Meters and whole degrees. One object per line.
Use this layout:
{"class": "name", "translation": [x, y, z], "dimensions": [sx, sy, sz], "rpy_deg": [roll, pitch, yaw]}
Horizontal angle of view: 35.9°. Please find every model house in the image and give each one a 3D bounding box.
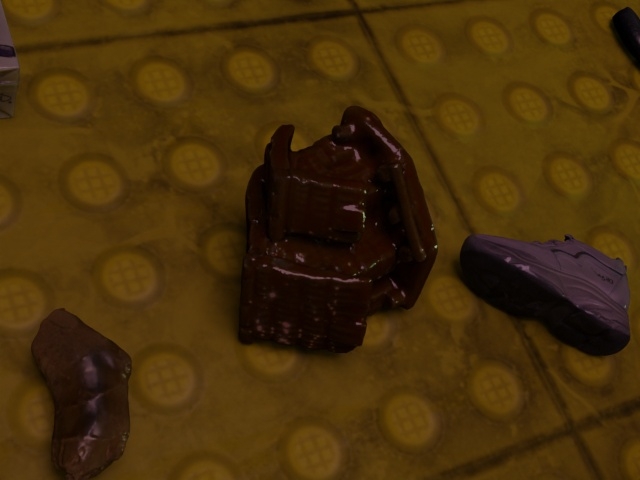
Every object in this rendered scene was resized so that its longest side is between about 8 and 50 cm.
{"class": "model house", "translation": [0.001, -0.001, 1.123], "dimensions": [0.219, 0.199, 0.229], "rpy_deg": [41, 50, 20]}

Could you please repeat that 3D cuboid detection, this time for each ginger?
{"class": "ginger", "translation": [-0.241, 0.154, 1.004], "dimensions": [0.095, 0.069, 0.190], "rpy_deg": [2, 60, -26]}

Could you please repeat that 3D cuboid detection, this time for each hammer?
{"class": "hammer", "translation": [0.554, -0.256, 1.577], "dimensions": [0.137, 0.037, 0.290], "rpy_deg": [-13, 67, -27]}

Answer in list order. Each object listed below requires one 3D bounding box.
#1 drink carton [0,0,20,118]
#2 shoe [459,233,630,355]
{"class": "drink carton", "translation": [-0.463, -0.207, 1.113], "dimensions": [0.222, 0.102, 0.134], "rpy_deg": [-10, 63, -28]}
{"class": "shoe", "translation": [0.298, 0.038, 1.275], "dimensions": [0.245, 0.095, 0.137], "rpy_deg": [29, 51, -8]}
